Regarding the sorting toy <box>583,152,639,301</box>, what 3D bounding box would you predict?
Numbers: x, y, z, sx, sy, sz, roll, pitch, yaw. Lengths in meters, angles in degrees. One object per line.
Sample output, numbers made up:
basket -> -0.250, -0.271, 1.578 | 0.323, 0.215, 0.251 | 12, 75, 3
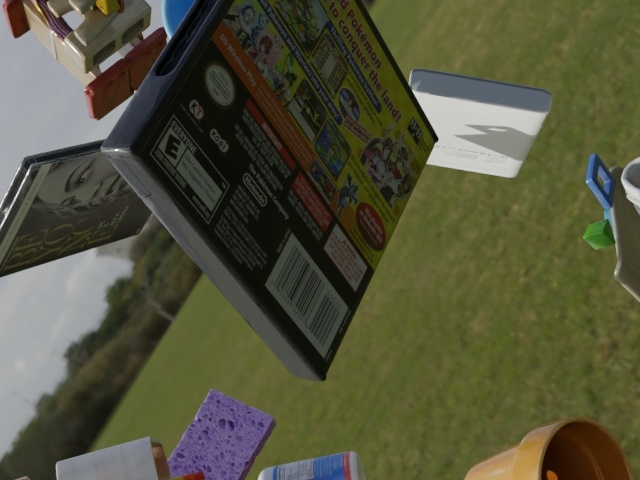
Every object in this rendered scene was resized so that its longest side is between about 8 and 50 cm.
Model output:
sorting toy -> 0.477, 0.012, 1.811 | 0.047, 0.348, 0.196 | -21, 48, 35

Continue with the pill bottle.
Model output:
pill bottle -> -0.034, 0.433, 2.007 | 0.221, 0.124, 0.124 | -13, 14, 7

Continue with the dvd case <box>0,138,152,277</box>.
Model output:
dvd case -> -0.225, -0.039, 1.161 | 0.221, 0.018, 0.164 | -20, -26, -50

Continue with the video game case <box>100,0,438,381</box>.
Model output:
video game case -> -0.019, -0.072, 0.884 | 0.035, 0.275, 0.248 | 5, 56, 36

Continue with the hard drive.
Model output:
hard drive -> 0.261, -0.199, 2.108 | 0.353, 0.233, 0.047 | 87, -167, -76

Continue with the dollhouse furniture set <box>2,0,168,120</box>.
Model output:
dollhouse furniture set -> -0.322, -0.338, 1.628 | 0.152, 0.201, 0.374 | -42, -8, -17

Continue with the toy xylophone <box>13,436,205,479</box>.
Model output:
toy xylophone -> -0.284, 0.314, 1.527 | 0.236, 0.081, 0.322 | -15, -10, 2

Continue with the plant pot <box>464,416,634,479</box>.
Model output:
plant pot -> 0.308, 0.363, 1.693 | 0.188, 0.205, 0.205 | -21, 33, 49

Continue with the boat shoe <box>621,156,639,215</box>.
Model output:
boat shoe -> 0.436, -0.073, 1.330 | 0.136, 0.156, 0.367 | -42, 8, -4

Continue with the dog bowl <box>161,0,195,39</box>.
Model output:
dog bowl -> -0.089, -0.337, 1.463 | 0.297, 0.166, 0.074 | -57, -13, 23

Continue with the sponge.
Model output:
sponge -> -0.169, 0.341, 1.837 | 0.210, 0.117, 0.031 | -59, -21, -24
